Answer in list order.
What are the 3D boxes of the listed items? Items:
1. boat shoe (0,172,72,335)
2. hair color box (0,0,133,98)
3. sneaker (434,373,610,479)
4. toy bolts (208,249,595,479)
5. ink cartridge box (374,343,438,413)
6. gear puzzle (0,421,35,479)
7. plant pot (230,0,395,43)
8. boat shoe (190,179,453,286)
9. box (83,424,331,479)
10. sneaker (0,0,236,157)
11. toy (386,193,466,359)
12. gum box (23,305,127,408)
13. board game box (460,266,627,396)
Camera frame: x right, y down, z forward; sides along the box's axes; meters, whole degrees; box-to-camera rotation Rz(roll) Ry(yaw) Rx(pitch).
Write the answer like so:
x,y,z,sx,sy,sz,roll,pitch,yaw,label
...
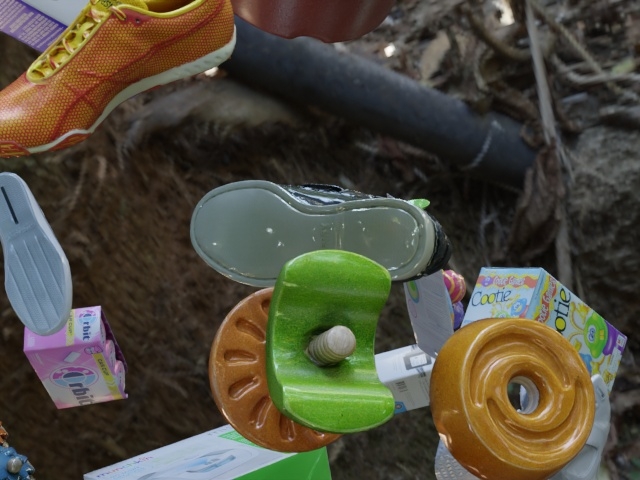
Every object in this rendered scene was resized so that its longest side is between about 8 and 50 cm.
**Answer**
x,y,z,sx,sy,sz,roll,pitch,yaw,label
-0.359,0.019,1.306,0.083,0.076,0.226,-20,71,1,boat shoe
-0.319,-0.331,1.205,0.110,0.339,0.185,-13,57,52,hair color box
0.279,0.259,1.378,0.137,0.366,0.210,-1,65,38,sneaker
0.034,0.146,0.617,0.158,0.218,0.228,137,140,-62,toy bolts
0.180,0.221,1.708,0.180,0.104,0.060,-16,48,9,ink cartridge box
-0.554,0.246,1.510,0.339,0.175,0.044,41,109,29,gear puzzle
0.007,-0.347,0.949,0.272,0.265,0.272,9,51,-11,plant pot
0.001,-0.004,1.207,0.340,0.113,0.127,-2,82,35,boat shoe
-0.151,0.359,1.416,0.262,0.126,0.231,-13,8,-37,box
-0.127,-0.104,0.575,0.175,0.067,0.064,-37,43,-25,sneaker
0.155,0.055,1.369,0.056,0.237,0.137,-22,21,-13,toy
-0.352,0.176,1.500,0.107,0.188,0.062,-7,54,-1,gum box
0.401,0.173,1.847,0.144,0.275,0.142,-1,60,52,board game box
